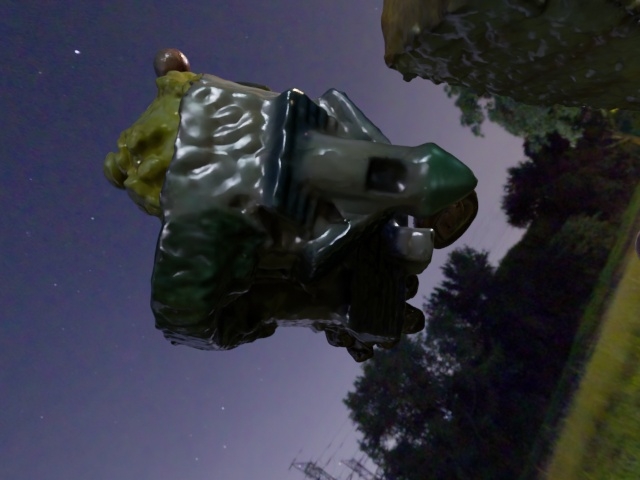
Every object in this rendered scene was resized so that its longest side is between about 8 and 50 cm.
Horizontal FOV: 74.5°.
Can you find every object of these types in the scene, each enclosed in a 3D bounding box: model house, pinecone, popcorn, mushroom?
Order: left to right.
[{"bbox_3d":[-0.231,-0.144,0.755,0.241,0.235,0.250,40,-100,-20],"label":"popcorn"},{"bbox_3d":[0.000,-0.002,0.460,0.298,0.284,0.244,107,165,-71],"label":"model house"},{"bbox_3d":[0.074,0.088,0.755,0.202,0.229,0.201,-17,-9,-5],"label":"pinecone"},{"bbox_3d":[0.220,-0.040,0.733,0.127,0.087,0.127,-13,-55,-20],"label":"mushroom"}]

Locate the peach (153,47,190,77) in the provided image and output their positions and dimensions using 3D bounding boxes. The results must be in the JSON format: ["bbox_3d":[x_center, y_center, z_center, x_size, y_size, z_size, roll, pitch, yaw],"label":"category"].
[{"bbox_3d":[-0.327,-0.382,0.935,0.083,0.083,0.083,-40,-38,-40],"label":"peach"}]

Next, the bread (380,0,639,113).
[{"bbox_3d":[0.282,-0.290,0.429,0.239,0.394,0.264,-168,84,-83],"label":"bread"}]

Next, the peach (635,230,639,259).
[{"bbox_3d":[0.794,0.019,0.906,0.184,0.184,0.184,-40,-38,-40],"label":"peach"}]

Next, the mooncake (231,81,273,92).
[{"bbox_3d":[-0.167,-0.278,1.153,0.351,0.351,0.188,15,-97,-62],"label":"mooncake"}]
